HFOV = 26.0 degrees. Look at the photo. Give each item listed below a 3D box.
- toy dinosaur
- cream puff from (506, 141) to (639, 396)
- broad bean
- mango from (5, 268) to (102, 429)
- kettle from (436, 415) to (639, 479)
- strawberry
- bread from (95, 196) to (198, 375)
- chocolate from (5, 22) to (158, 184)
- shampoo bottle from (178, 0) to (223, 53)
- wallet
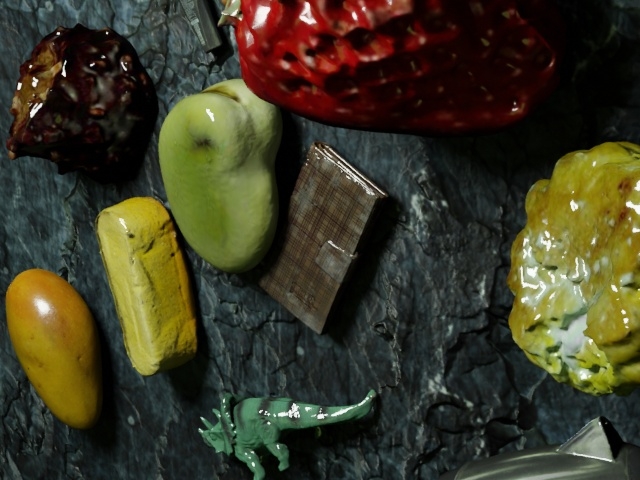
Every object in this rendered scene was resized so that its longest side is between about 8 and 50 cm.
[{"bbox_3d":[-0.050,0.259,1.842,0.292,0.079,0.120,-2,107,34],"label":"toy dinosaur"},{"bbox_3d":[0.320,0.034,1.403,0.282,0.185,0.281,-25,61,55],"label":"cream puff"},{"bbox_3d":[-0.131,-0.077,1.744,0.189,0.121,0.263,24,123,32],"label":"broad bean"},{"bbox_3d":[-0.381,0.161,2.026,0.138,0.113,0.253,-10,103,39],"label":"mango"},{"bbox_3d":[0.287,0.332,1.533,0.271,0.207,0.250,-27,60,27],"label":"kettle"},{"bbox_3d":[0.092,-0.251,1.446,0.345,0.295,0.317,24,107,-10],"label":"strawberry"},{"bbox_3d":[-0.235,0.062,1.896,0.102,0.094,0.245,-1,106,47],"label":"bread"},{"bbox_3d":[-0.357,-0.173,1.841,0.206,0.177,0.224,38,124,20],"label":"chocolate"},{"bbox_3d":[-0.159,-0.303,1.736,0.048,0.027,0.137,-19,95,49],"label":"shampoo bottle"},{"bbox_3d":[0.000,0.000,1.724,0.124,0.042,0.230,39,126,23],"label":"wallet"}]
